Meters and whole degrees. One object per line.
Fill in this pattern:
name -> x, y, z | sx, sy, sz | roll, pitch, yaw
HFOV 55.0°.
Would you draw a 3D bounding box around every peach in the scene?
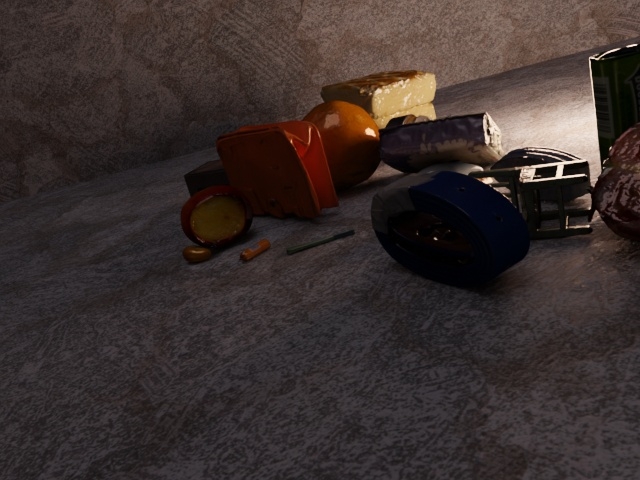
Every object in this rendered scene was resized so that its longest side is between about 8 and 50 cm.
peach -> -0.308, -0.069, 1.822 | 0.196, 0.190, 0.226 | 36, 24, 4

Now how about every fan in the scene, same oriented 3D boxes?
fan -> 0.000, 0.000, 1.661 | 0.193, 0.016, 0.038 | -17, 18, -4

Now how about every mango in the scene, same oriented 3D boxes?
mango -> -0.355, 0.038, 1.771 | 0.089, 0.046, 0.060 | -4, 22, 18

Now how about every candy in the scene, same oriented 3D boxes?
candy -> 0.377, -0.194, 1.824 | 0.138, 0.071, 0.174 | -23, 20, -28

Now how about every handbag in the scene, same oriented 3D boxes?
handbag -> -0.148, -0.215, 1.928 | 0.116, 0.303, 0.410 | -32, 24, -35

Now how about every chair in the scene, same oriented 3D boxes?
chair -> 0.464, -0.089, 1.387 | 0.270, 0.136, 0.147 | -3, 22, 26

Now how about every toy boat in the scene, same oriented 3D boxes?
toy boat -> 0.550, -0.172, 1.567 | 0.078, 0.127, 0.283 | -31, 26, -22

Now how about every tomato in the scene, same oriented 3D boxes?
tomato -> 0.696, -0.093, 1.197 | 0.309, 0.170, 0.309 | -27, 43, 29

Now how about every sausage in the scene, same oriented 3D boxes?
sausage -> -0.185, 0.029, 1.693 | 0.031, 0.031, 0.107 | 6, 28, 44

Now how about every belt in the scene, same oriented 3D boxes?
belt -> 0.253, -0.027, 1.269 | 0.117, 0.212, 0.347 | -28, 28, -27

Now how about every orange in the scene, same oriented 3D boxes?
orange -> 0.058, -0.316, 2.057 | 0.312, 0.312, 0.312 | -13, 20, 5

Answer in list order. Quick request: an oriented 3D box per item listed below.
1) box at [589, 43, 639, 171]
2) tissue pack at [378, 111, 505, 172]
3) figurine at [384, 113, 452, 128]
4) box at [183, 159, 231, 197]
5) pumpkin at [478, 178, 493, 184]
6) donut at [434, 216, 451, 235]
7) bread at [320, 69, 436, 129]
box -> 0.681, -0.247, 1.348 | 0.134, 0.345, 0.097 | -15, 19, 0
tissue pack -> 0.382, -0.301, 1.923 | 0.344, 0.125, 0.242 | -5, -8, 27
figurine -> 0.356, -0.399, 2.292 | 0.309, 0.143, 0.308 | 2, 10, 0
box -> -0.350, -0.220, 2.302 | 0.252, 0.153, 0.188 | -4, 22, 31
pumpkin -> 0.456, -0.166, 1.750 | 0.083, 0.028, 0.050 | -18, 50, -31
donut -> 0.260, -0.068, 1.556 | 0.141, 0.085, 0.217 | -24, 20, -22
bread -> 0.243, -0.556, 2.592 | 0.371, 0.279, 0.390 | -24, 22, -29
